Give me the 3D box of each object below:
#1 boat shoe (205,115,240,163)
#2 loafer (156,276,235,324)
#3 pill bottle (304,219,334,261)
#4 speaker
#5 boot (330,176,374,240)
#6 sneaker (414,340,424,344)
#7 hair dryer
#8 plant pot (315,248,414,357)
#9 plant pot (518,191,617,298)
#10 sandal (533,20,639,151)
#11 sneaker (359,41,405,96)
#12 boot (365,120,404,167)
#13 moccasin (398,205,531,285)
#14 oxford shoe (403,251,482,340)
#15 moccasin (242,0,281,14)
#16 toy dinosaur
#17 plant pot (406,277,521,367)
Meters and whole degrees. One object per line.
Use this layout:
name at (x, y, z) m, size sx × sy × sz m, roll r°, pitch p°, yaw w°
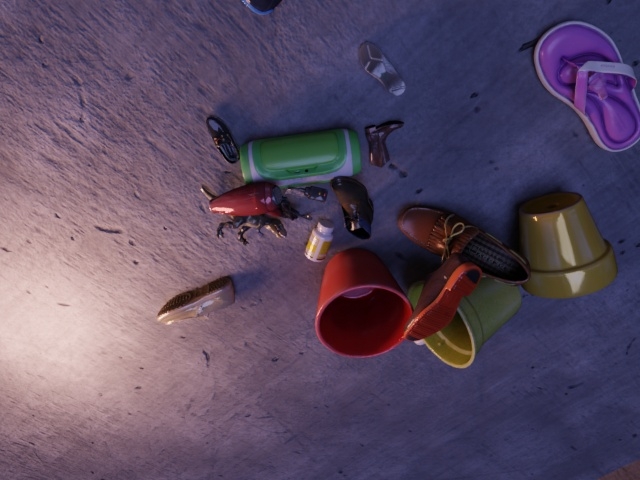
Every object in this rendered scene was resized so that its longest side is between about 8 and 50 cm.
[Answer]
boat shoe at (-0.251, -0.259, 1.124) m, size 0.048 × 0.042 × 0.133 m, roll -24°, pitch 118°, yaw 12°
loafer at (-0.385, 0.208, 1.361) m, size 0.268 × 0.102 × 0.092 m, roll -22°, pitch 114°, yaw 9°
pill bottle at (0.000, 0.000, 1.283) m, size 0.065 × 0.065 × 0.116 m, roll 15°, pitch 119°, yaw -13°
speaker at (-0.049, -0.209, 1.118) m, size 0.296 × 0.131 × 0.131 m, roll -7°, pitch 121°, yaw 1°
boot at (0.093, -0.083, 1.163) m, size 0.082 × 0.106 × 0.219 m, roll -15°, pitch 152°, yaw 25°
sneaker at (0.370, 0.255, 1.465) m, size 0.094 × 0.080 × 0.212 m, roll 34°, pitch 103°, yaw -17°
hair dryer at (-0.140, -0.081, 1.132) m, size 0.293 × 0.080 × 0.223 m, roll 5°, pitch 159°, yaw -18°
plant pot at (0.116, 0.167, 1.289) m, size 0.274 × 0.243 × 0.275 m, roll -2°, pitch 121°, yaw -3°
plant pot at (0.680, 0.001, 1.241) m, size 0.254 × 0.254 × 0.239 m, roll -19°, pitch 106°, yaw 8°
sandal at (0.703, -0.378, 1.082) m, size 0.416 × 0.102 × 0.169 m, roll 35°, pitch 113°, yaw -22°
sneaker at (0.150, -0.413, 1.055) m, size 0.053 × 0.061 × 0.152 m, roll -38°, pitch 98°, yaw 26°
boot at (0.177, -0.255, 1.157) m, size 0.106 × 0.037 × 0.114 m, roll -7°, pitch 119°, yaw 15°
moccasin at (0.394, 0.017, 1.212) m, size 0.380 × 0.147 × 0.139 m, roll 34°, pitch 100°, yaw 12°
oxford shoe at (0.306, 0.152, 1.146) m, size 0.097 × 0.098 × 0.271 m, roll 27°, pitch 109°, yaw -32°
moccasin at (-0.192, -0.626, 0.863) m, size 0.116 × 0.138 × 0.342 m, roll -29°, pitch 133°, yaw 29°
toy dinosaur at (-0.232, -0.051, 1.242) m, size 0.268 × 0.064 × 0.118 m, roll 24°, pitch 110°, yaw -15°
plant pot at (0.447, 0.197, 1.307) m, size 0.253 × 0.276 × 0.276 m, roll -24°, pitch 124°, yaw -21°
